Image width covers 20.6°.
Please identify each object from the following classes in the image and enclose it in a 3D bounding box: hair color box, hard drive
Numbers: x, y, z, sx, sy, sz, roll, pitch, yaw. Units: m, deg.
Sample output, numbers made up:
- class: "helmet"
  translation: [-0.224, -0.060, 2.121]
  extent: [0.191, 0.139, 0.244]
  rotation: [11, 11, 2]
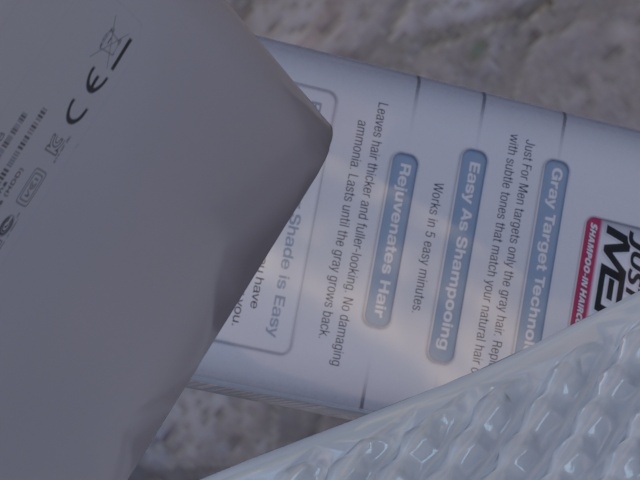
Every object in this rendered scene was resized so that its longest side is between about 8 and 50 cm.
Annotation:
- class: "hair color box"
  translation: [0.000, 0.000, 0.969]
  extent: [0.113, 0.374, 0.185]
  rotation: [155, 126, -74]
- class: "hard drive"
  translation: [-0.092, 0.003, 0.560]
  extent: [0.040, 0.307, 0.203]
  rotation: [31, 87, 16]

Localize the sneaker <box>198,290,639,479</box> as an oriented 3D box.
- class: "sneaker"
  translation: [0.100, 0.092, 0.342]
  extent: [0.366, 0.150, 0.135]
  rotation: [-17, 33, 9]
